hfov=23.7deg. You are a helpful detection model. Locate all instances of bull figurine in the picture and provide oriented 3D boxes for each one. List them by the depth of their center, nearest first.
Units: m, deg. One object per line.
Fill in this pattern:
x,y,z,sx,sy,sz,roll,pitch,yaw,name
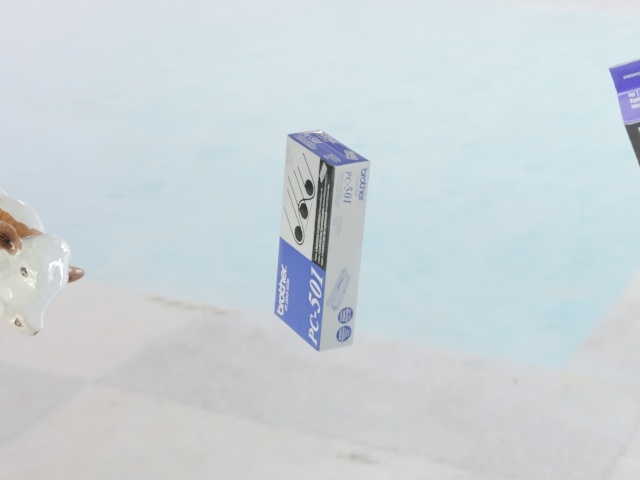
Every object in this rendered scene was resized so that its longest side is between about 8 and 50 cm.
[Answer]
-0.334,-0.014,1.242,0.310,0.188,0.101,49,7,17,bull figurine

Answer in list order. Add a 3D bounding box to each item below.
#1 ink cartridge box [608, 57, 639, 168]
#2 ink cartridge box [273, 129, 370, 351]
0.419,-0.143,1.587,0.206,0.045,0.208,-16,-29,15,ink cartridge box
0.000,0.000,1.570,0.046,0.207,0.097,-10,29,-30,ink cartridge box
